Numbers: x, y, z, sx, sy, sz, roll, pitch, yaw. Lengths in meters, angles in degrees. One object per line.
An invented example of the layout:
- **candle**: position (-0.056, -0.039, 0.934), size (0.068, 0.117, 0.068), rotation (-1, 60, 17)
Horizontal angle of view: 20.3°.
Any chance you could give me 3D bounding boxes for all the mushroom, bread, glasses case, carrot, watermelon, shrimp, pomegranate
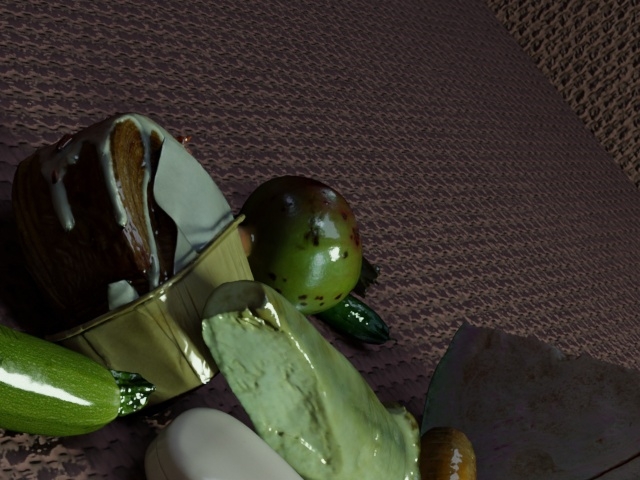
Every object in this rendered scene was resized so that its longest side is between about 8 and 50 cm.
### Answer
- **mushroom**: position (-0.003, 0.132, 1.365), size (0.333, 0.087, 0.107), rotation (49, 33, -58)
- **bread**: position (-0.143, 0.013, 1.346), size (0.212, 0.142, 0.224), rotation (60, 19, -7)
- **glasses case**: position (-0.011, 0.242, 1.258), size (0.297, 0.075, 0.113), rotation (49, 21, 5)
- **carrot**: position (0.102, 0.257, 1.455), size (0.059, 0.059, 0.248), rotation (34, 40, -32)
- **watermelon**: position (0.239, 0.257, 1.572), size (0.222, 0.319, 0.292), rotation (54, 52, -47)
- **shrimp**: position (0.000, 0.000, 1.717), size (0.099, 0.041, 0.180), rotation (33, 6, -45)
- **pomegranate**: position (-0.040, 0.001, 1.593), size (0.159, 0.129, 0.129), rotation (15, 28, -9)

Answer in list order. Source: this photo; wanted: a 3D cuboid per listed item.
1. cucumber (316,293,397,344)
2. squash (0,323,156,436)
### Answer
- **cucumber**: position (0.010, 0.058, 1.687), size (0.168, 0.039, 0.039), rotation (38, 23, -18)
- **squash**: position (-0.213, 0.086, 1.156), size (0.252, 0.066, 0.066), rotation (26, 30, -43)
